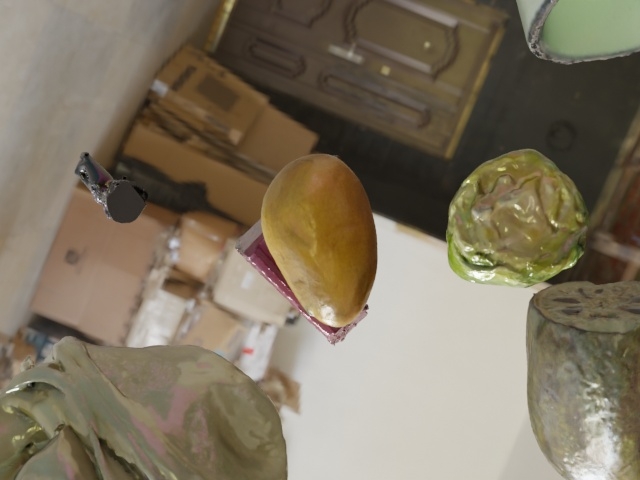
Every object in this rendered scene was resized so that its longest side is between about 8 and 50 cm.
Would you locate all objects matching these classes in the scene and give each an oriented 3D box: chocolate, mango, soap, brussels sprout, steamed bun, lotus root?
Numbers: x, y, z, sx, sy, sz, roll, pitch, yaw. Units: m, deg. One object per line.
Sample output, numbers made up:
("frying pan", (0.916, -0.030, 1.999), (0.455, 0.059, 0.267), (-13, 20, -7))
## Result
("chocolate", (-0.293, -0.074, 1.514), (0.147, 0.070, 0.072), (-137, -138, -54))
("mango", (0.000, 0.000, 1.395), (0.109, 0.147, 0.227), (153, -70, -65))
("soap", (-0.025, 0.067, 1.866), (0.099, 0.250, 0.162), (-46, -170, -5))
("brussels sprout", (0.208, -0.018, 1.186), (0.122, 0.152, 0.149), (130, -24, -77))
("steamed bun", (-0.175, 0.232, 0.929), (0.207, 0.280, 0.267), (-53, 148, -59))
("lotus root", (0.441, 0.241, 1.691), (0.250, 0.251, 0.346), (-67, 148, -64))

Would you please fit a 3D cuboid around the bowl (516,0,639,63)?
("bowl", (0.248, -0.263, 0.612), (0.354, 0.354, 0.185), (110, -41, -77))
